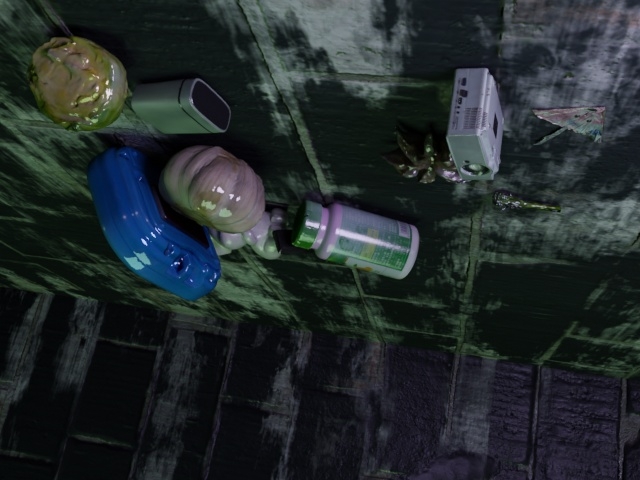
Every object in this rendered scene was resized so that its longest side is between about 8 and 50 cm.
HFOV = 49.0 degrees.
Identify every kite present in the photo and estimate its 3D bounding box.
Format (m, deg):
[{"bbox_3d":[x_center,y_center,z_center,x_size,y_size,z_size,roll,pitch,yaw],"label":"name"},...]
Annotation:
[{"bbox_3d":[0.384,-0.178,1.092,0.139,0.011,0.157,20,159,-17],"label":"kite"}]

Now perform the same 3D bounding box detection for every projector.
[{"bbox_3d":[0.231,-0.167,1.035,0.061,0.115,0.147,4,161,23],"label":"projector"}]

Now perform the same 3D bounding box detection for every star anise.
[{"bbox_3d":[0.195,-0.138,1.229,0.182,0.065,0.195,12,166,0],"label":"star anise"}]

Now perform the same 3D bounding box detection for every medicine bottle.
[{"bbox_3d":[0.075,-0.007,1.589,0.274,0.133,0.133,16,161,-14],"label":"medicine bottle"}]

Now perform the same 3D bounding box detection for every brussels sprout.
[{"bbox_3d":[-0.381,-0.251,1.129,0.149,0.151,0.122,-17,-170,4],"label":"brussels sprout"}]

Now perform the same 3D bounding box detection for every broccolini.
[{"bbox_3d":[0.404,-0.075,1.375,0.140,0.030,0.035,7,126,-3],"label":"broccolini"}]

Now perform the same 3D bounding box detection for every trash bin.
[{"bbox_3d":[-0.240,-0.229,1.212,0.130,0.059,0.116,2,160,28],"label":"trash bin"}]

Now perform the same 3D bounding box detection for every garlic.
[{"bbox_3d":[-0.210,-0.104,1.420,0.228,0.152,0.228,22,171,4],"label":"garlic"}]

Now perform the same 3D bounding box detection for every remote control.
[{"bbox_3d":[0.000,0.000,1.652,0.245,0.063,0.025,-2,156,-34],"label":"remote control"}]

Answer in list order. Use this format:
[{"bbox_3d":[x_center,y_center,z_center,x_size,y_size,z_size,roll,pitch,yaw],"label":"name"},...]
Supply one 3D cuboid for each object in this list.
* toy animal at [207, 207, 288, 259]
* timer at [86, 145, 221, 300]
[{"bbox_3d":[-0.174,-0.025,1.686,0.193,0.127,0.178,8,164,0],"label":"toy animal"},{"bbox_3d":[-0.344,-0.037,1.500,0.115,0.309,0.340,-31,149,10],"label":"timer"}]
